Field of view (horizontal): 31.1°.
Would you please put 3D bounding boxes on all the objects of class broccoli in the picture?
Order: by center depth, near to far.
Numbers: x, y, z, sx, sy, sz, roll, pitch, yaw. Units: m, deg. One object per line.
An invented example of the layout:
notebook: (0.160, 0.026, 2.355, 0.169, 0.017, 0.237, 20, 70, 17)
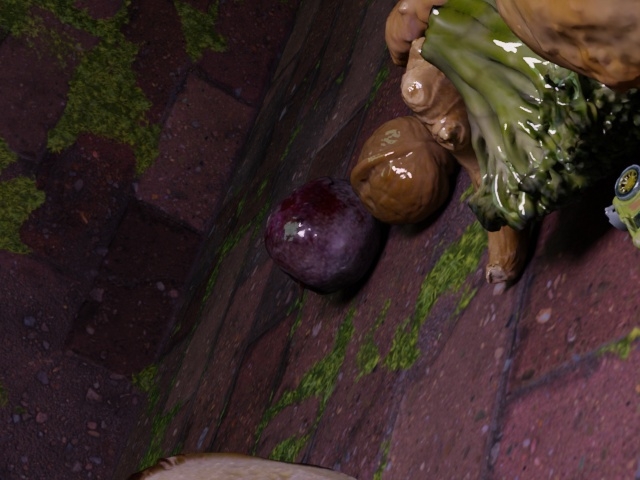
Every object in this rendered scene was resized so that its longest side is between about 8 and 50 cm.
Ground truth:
broccoli: (0.221, -0.164, 1.167, 0.288, 0.245, 0.248, -51, -6, -6)

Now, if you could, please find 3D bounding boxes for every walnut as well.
walnut: (0.117, -0.098, 1.662, 0.166, 0.149, 0.166, 180, 90, -73)

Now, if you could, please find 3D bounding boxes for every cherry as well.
cherry: (0.008, -0.007, 1.803, 0.195, 0.195, 0.195, -55, 16, 24)

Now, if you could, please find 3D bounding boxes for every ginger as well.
ginger: (0.171, -0.089, 1.276, 0.086, 0.294, 0.131, -14, 16, 33)

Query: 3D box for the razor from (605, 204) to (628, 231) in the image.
razor: (0.330, -0.074, 1.126, 0.068, 0.040, 0.135, -35, 23, 58)

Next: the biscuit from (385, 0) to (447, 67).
biscuit: (0.260, -0.348, 1.356, 0.446, 0.104, 0.429, -31, 1, -24)

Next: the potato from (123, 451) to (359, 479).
potato: (-0.073, 0.426, 1.298, 0.397, 0.290, 0.296, 14, 107, 38)

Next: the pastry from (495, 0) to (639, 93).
pastry: (0.316, -0.266, 0.858, 0.410, 0.245, 0.409, -14, 21, 5)

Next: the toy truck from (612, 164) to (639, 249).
toy truck: (0.338, -0.053, 0.954, 0.191, 0.085, 0.116, -50, 23, 31)
